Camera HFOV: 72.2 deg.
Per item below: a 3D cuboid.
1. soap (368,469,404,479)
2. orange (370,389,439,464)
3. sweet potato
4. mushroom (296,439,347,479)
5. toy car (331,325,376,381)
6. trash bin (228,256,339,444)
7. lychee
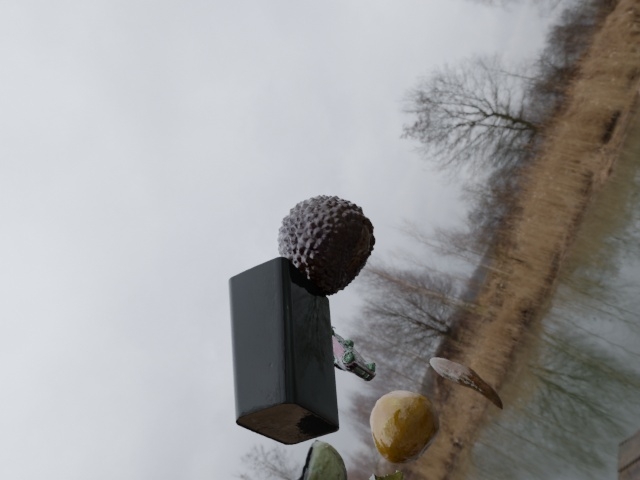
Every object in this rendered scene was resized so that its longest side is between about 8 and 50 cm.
[{"bbox_3d":[0.131,0.576,0.825,0.233,0.076,0.135,-104,28,-42],"label":"soap"},{"bbox_3d":[0.178,0.397,0.949,0.159,0.136,0.158,-28,-43,-29],"label":"orange"},{"bbox_3d":[0.431,0.413,1.322,0.058,0.255,0.078,-33,-52,-30],"label":"sweet potato"},{"bbox_3d":[-0.007,0.693,1.136,0.247,0.130,0.344,-21,-52,-68],"label":"mushroom"},{"bbox_3d":[0.047,0.213,0.811,0.069,0.142,0.055,38,-89,-32],"label":"toy car"},{"bbox_3d":[-0.052,0.167,0.666,0.165,0.115,0.225,50,-158,-44],"label":"trash bin"},{"bbox_3d":[0.000,0.000,0.816,0.188,0.188,0.188,-50,-28,-39],"label":"lychee"}]
